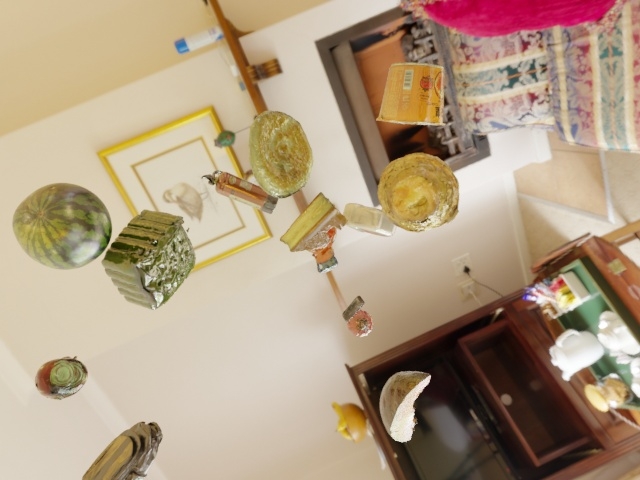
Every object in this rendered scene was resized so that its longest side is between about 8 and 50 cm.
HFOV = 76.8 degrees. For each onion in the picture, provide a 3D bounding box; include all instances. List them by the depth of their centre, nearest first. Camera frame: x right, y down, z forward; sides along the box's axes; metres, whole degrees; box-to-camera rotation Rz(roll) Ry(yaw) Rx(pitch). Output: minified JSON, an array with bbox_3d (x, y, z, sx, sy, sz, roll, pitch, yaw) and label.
[{"bbox_3d":[-0.674,0.355,1.047,0.117,0.119,0.118,43,-167,-40],"label":"onion"}]

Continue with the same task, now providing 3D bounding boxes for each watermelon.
[{"bbox_3d":[-0.857,-0.045,1.353,0.285,0.285,0.284,156,90,-87],"label":"watermelon"}]

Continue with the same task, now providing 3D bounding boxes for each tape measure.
[{"bbox_3d":[0.242,-0.101,1.989,0.258,0.265,0.129,20,-96,-60],"label":"tape measure"}]

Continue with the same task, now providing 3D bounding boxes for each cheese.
[{"bbox_3d":[0.000,0.000,1.929,0.129,0.217,0.329,29,-144,-47],"label":"cheese"}]

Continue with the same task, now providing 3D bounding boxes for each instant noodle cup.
[{"bbox_3d":[0.289,-0.450,1.255,0.215,0.216,0.172,-121,33,-69],"label":"instant noodle cup"}]

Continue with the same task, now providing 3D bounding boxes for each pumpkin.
[{"bbox_3d":[0.256,0.562,1.428,0.169,0.148,0.311,37,123,47],"label":"pumpkin"}]

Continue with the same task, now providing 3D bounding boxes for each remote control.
[{"bbox_3d":[0.104,0.222,1.309,0.014,0.096,0.039,19,-153,-43],"label":"remote control"}]

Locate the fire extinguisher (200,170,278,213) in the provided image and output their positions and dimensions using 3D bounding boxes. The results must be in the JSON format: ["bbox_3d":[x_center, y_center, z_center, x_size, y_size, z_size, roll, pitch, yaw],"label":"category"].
[{"bbox_3d":[-0.402,-0.251,1.992,0.377,0.113,0.200,22,-178,-20],"label":"fire extinguisher"}]

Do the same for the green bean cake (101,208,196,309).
[{"bbox_3d":[-0.655,0.077,1.621,0.318,0.218,0.334,83,-153,-48],"label":"green bean cake"}]

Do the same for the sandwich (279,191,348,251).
[{"bbox_3d":[-0.025,-0.045,1.472,0.128,0.235,0.122,45,178,-40],"label":"sandwich"}]

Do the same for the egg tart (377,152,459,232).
[{"bbox_3d":[0.379,-0.179,1.589,0.340,0.342,0.129,66,-156,-8],"label":"egg tart"}]

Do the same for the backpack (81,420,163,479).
[{"bbox_3d":[-0.642,0.731,1.354,0.206,0.258,0.133,11,146,40],"label":"backpack"}]

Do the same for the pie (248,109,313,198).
[{"bbox_3d":[-0.140,-0.309,1.429,0.323,0.071,0.322,9,-102,-49],"label":"pie"}]

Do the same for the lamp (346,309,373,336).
[{"bbox_3d":[0.155,0.327,1.595,0.092,0.108,0.107,146,100,-83],"label":"lamp"}]
